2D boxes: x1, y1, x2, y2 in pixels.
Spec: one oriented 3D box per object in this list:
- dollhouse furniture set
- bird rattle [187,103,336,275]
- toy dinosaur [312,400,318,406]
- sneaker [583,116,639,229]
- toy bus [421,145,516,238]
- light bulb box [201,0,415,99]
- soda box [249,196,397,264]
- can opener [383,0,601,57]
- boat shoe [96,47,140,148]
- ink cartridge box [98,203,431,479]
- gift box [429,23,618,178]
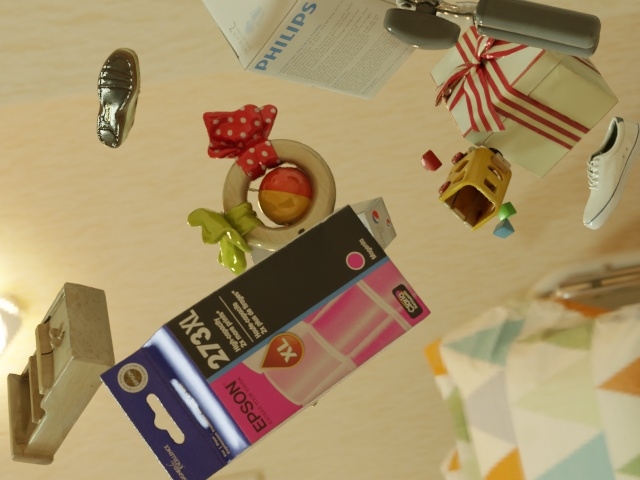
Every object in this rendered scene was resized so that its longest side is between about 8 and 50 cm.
[{"bbox_3d":[-0.550,0.171,1.664,0.256,0.394,0.362,-54,37,31],"label":"dollhouse furniture set"},{"bbox_3d":[-0.078,-0.074,1.592,0.143,0.207,0.253,79,-158,-69],"label":"bird rattle"},{"bbox_3d":[0.008,0.146,1.891,0.118,0.064,0.268,138,151,-72],"label":"toy dinosaur"},{"bbox_3d":[0.634,-0.154,2.468,0.258,0.091,0.094,-67,13,0],"label":"sneaker"},{"bbox_3d":[0.296,-0.115,2.012,0.104,0.191,0.202,-38,62,41],"label":"toy bus"},{"bbox_3d":[-0.036,-0.479,2.048,0.225,0.361,0.358,-48,58,28],"label":"light bulb box"},{"bbox_3d":[0.000,0.000,1.664,0.074,0.216,0.069,-43,-65,-57],"label":"soda box"},{"bbox_3d":[0.227,-0.282,1.468,0.074,0.281,0.093,37,-116,-76],"label":"can opener"},{"bbox_3d":[-0.326,-0.244,1.817,0.072,0.068,0.190,-52,-11,-48],"label":"boat shoe"},{"bbox_3d":[-0.060,0.123,1.321,0.175,0.371,0.069,53,159,8],"label":"ink cartridge box"},{"bbox_3d":[0.386,-0.297,2.101,0.255,0.258,0.276,-52,34,22],"label":"gift box"}]
